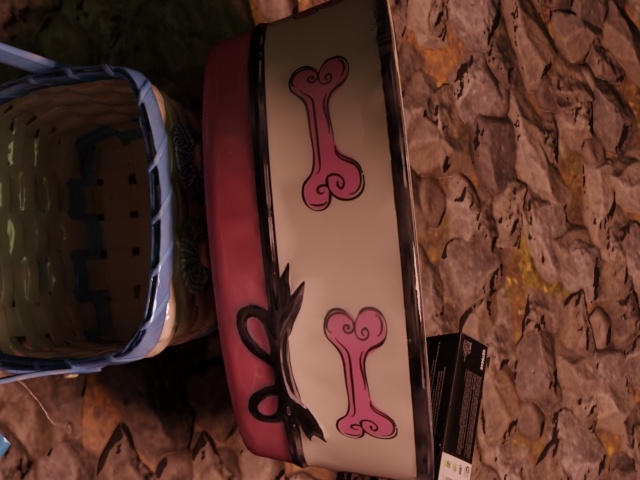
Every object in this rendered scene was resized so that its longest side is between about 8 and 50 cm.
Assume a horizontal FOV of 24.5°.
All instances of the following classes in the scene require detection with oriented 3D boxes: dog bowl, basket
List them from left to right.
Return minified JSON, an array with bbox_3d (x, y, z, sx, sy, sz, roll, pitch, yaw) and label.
[{"bbox_3d":[-0.200,-0.022,1.099,0.289,0.201,0.254,1,81,-55],"label":"basket"},{"bbox_3d":[0.000,0.000,1.203,0.408,0.150,0.408,-6,90,-87],"label":"dog bowl"}]

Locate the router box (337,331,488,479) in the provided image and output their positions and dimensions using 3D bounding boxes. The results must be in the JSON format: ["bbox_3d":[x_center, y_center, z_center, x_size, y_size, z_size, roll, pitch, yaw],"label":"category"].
[{"bbox_3d":[0.084,0.181,1.387,0.046,0.133,0.179,29,62,-37],"label":"router box"}]

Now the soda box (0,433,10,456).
[{"bbox_3d":[-0.323,0.105,1.042,0.210,0.071,0.067,51,51,-25],"label":"soda box"}]
